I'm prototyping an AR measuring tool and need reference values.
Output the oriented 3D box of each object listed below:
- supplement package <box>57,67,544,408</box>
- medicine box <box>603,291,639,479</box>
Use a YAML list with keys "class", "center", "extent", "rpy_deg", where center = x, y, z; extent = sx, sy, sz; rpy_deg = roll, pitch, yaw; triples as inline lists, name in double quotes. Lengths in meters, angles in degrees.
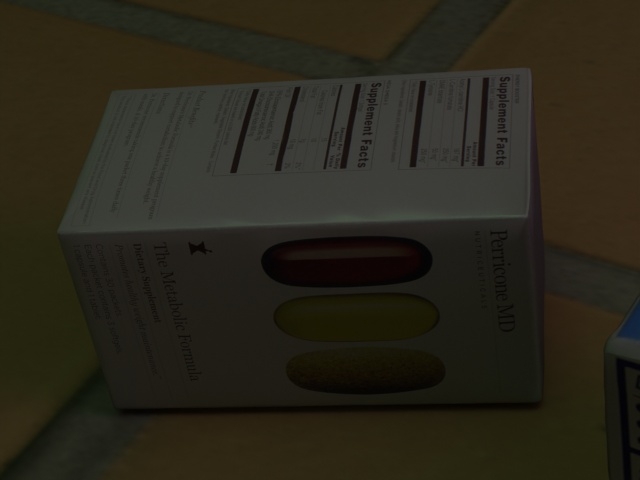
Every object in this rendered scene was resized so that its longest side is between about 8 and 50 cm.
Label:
- class: "supplement package"
  center: [0.000, 0.000, 0.856]
  extent: [0.244, 0.139, 0.134]
  rpy_deg: [-3, 40, 11]
- class: "medicine box"
  center: [0.234, 0.071, 0.604]
  extent: [0.149, 0.289, 0.263]
  rpy_deg: [16, 48, 28]
